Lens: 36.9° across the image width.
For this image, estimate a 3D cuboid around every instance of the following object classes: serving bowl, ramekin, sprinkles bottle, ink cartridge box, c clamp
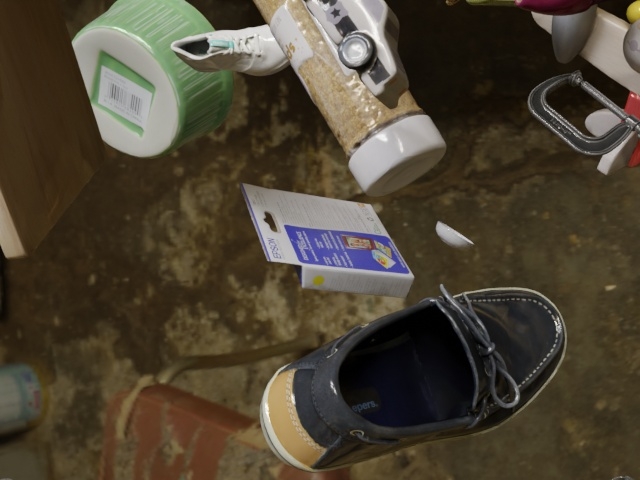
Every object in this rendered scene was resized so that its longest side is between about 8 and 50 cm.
[{"bbox_3d":[0.255,-0.004,1.853,0.083,0.083,0.027,38,100,30],"label":"serving bowl"},{"bbox_3d":[-0.328,-0.301,1.796,0.303,0.148,0.303,18,130,23],"label":"ramekin"},{"bbox_3d":[0.025,-0.232,1.245,0.121,0.121,0.355,-39,73,33],"label":"sprinkles bottle"},{"bbox_3d":[0.000,0.000,1.939,0.303,0.307,0.072,-115,36,-54],"label":"ink cartridge box"},{"bbox_3d":[0.362,-0.173,1.266,0.137,0.022,0.160,-42,64,-14],"label":"c clamp"}]

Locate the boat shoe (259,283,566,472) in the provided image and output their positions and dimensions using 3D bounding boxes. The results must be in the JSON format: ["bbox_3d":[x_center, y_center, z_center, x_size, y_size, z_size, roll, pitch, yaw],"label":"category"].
[{"bbox_3d":[0.159,0.158,1.206,0.156,0.500,0.187,-40,67,49],"label":"boat shoe"}]

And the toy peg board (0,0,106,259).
[{"bbox_3d":[-0.226,-0.092,0.640,0.079,0.160,0.161,-6,118,11],"label":"toy peg board"}]

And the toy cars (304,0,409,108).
[{"bbox_3d":[0.011,-0.290,1.028,0.087,0.176,0.394,-37,39,11],"label":"toy cars"}]

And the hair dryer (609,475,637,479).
[{"bbox_3d":[0.590,0.457,1.539,0.293,0.080,0.223,-15,51,16],"label":"hair dryer"}]

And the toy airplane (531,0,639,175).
[{"bbox_3d":[0.509,-0.261,1.415,0.386,0.272,0.384,-13,87,38],"label":"toy airplane"}]

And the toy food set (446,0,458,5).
[{"bbox_3d":[0.267,-0.460,1.757,0.083,0.082,0.020,-27,94,5],"label":"toy food set"}]

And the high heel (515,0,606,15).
[{"bbox_3d":[0.292,-0.473,1.230,0.127,0.181,0.377,133,124,-67],"label":"high heel"}]

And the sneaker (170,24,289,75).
[{"bbox_3d":[-0.140,-0.309,1.544,0.212,0.094,0.080,-3,86,21],"label":"sneaker"}]

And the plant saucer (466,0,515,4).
[{"bbox_3d":[0.223,-0.402,1.370,0.045,0.188,0.188,-38,77,36],"label":"plant saucer"}]

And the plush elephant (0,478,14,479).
[{"bbox_3d":[-0.141,0.336,0.503,0.330,0.272,0.255,20,122,10],"label":"plush elephant"}]
